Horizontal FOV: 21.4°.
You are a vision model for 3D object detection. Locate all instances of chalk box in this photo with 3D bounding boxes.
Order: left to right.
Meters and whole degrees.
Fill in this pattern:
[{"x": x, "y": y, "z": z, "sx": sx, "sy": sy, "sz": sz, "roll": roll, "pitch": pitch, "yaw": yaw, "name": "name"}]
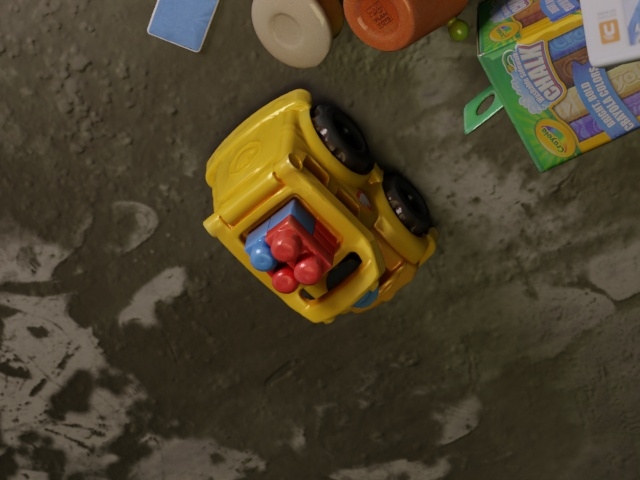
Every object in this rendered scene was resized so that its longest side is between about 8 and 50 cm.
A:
[{"x": 0.218, "y": -0.161, "z": 1.513, "sx": 0.213, "sy": 0.132, "sz": 0.132, "roll": -24, "pitch": 115, "yaw": 15, "name": "chalk box"}]

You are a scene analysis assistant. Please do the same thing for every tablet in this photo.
[{"x": -0.125, "y": -0.220, "z": 1.580, "sx": 0.054, "sy": 0.006, "sz": 0.083, "roll": 21, "pitch": 117, "yaw": -6, "name": "tablet"}]

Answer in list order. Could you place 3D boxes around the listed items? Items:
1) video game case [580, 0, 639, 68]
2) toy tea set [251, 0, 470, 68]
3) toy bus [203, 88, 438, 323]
[{"x": 0.319, "y": -0.305, "z": 1.287, "sx": 0.329, "sy": 0.036, "sz": 0.299, "roll": -8, "pitch": 92, "yaw": 46, "name": "video game case"}, {"x": 0.018, "y": -0.311, "z": 1.482, "sx": 0.200, "sy": 0.124, "sz": 0.336, "roll": 9, "pitch": 127, "yaw": 34, "name": "toy tea set"}, {"x": 0.000, "y": 0.000, "z": 1.576, "sx": 0.149, "sy": 0.211, "sz": 0.220, "roll": -38, "pitch": 111, "yaw": 20, "name": "toy bus"}]
